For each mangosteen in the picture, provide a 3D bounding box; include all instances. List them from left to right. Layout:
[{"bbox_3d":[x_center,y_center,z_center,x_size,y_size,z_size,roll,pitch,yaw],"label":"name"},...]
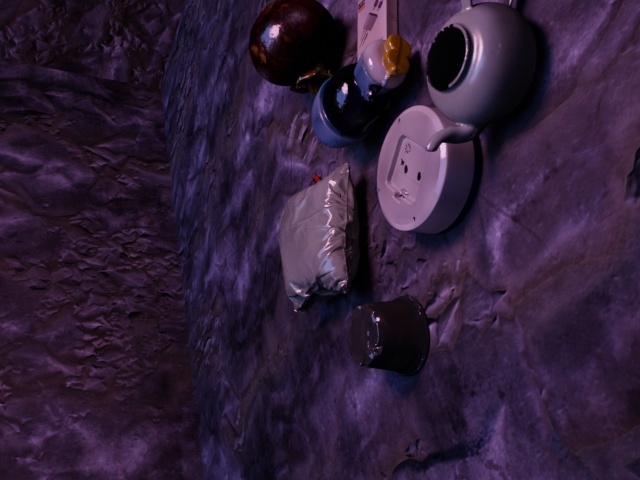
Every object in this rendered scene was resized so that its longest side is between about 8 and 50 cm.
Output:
[{"bbox_3d":[-0.043,-0.460,1.572,0.289,0.231,0.231,54,143,6],"label":"mangosteen"}]

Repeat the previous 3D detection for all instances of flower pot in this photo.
[{"bbox_3d":[0.121,0.183,1.211,0.157,0.107,0.157,-12,77,64],"label":"flower pot"}]

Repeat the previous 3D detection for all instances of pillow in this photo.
[{"bbox_3d":[0.000,0.000,1.450,0.283,0.138,0.310,-36,51,56],"label":"pillow"}]

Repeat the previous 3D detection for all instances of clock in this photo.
[{"bbox_3d":[0.188,-0.127,1.155,0.230,0.083,0.230,-177,90,-67],"label":"clock"}]

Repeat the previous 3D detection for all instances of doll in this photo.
[{"bbox_3d":[0.078,-0.302,1.344,0.314,0.141,0.177,-36,35,51],"label":"doll"}]

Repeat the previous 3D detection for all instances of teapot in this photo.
[{"bbox_3d":[0.246,-0.281,1.007,0.193,0.129,0.294,26,110,61],"label":"teapot"}]

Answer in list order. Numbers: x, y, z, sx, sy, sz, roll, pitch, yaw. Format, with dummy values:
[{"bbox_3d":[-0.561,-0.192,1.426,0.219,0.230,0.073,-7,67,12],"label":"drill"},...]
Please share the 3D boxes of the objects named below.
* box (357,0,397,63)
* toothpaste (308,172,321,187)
[{"bbox_3d":[0.125,-0.480,1.397,0.129,0.033,0.247,-17,70,62],"label":"box"},{"bbox_3d":[-0.034,-0.075,1.646,0.071,0.045,0.193,51,125,44],"label":"toothpaste"}]
